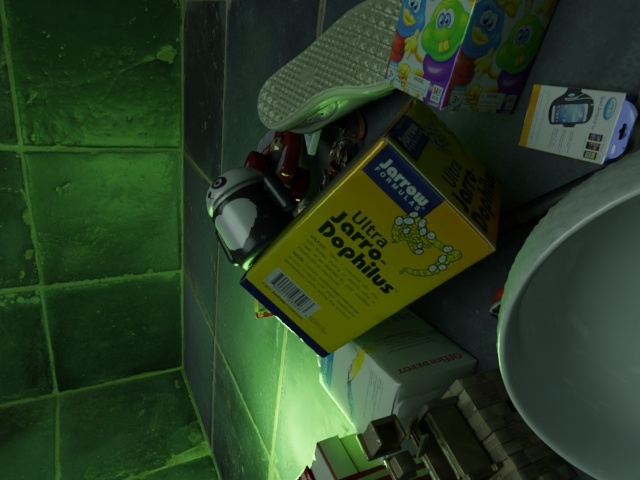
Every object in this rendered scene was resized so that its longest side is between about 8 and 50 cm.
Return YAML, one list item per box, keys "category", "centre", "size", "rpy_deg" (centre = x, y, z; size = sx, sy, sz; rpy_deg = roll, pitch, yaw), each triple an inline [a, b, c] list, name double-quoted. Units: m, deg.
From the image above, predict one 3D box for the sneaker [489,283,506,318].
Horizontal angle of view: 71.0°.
- category: "sneaker"
  centre: [0.306, 0.024, 0.547]
  size: [0.279, 0.107, 0.119]
  rpy_deg: [112, 175, -56]

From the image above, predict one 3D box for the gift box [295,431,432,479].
- category: "gift box"
  centre: [0.105, 0.527, 0.825]
  size: [0.255, 0.258, 0.277]
  rpy_deg: [43, 130, 52]

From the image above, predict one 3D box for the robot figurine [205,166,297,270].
- category: "robot figurine"
  centre: [-0.154, -0.041, 1.053]
  size: [0.278, 0.209, 0.173]
  rpy_deg: [57, 175, 13]

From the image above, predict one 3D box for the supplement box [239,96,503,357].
- category: "supplement box"
  centre: [0.071, -0.008, 0.696]
  size: [0.195, 0.194, 0.356]
  rpy_deg: [43, 129, -6]

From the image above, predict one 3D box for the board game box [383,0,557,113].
- category: "board game box"
  centre: [0.210, -0.326, 0.592]
  size: [0.142, 0.144, 0.276]
  rpy_deg: [50, 138, 46]

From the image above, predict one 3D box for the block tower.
- category: "block tower"
  centre: [0.296, 0.349, 0.610]
  size: [0.336, 0.097, 0.091]
  rpy_deg: [62, 145, 39]

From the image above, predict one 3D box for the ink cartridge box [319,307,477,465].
- category: "ink cartridge box"
  centre: [0.128, 0.243, 0.821]
  size: [0.232, 0.171, 0.168]
  rpy_deg: [37, 127, 55]

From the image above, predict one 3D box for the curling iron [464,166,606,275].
- category: "curling iron"
  centre: [0.278, -0.020, 0.628]
  size: [0.274, 0.035, 0.068]
  rpy_deg: [-43, 20, 52]

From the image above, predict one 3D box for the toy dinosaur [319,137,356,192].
- category: "toy dinosaur"
  centre: [0.065, -0.058, 0.957]
  size: [0.218, 0.164, 0.322]
  rpy_deg: [167, 84, -75]

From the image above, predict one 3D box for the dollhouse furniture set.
- category: "dollhouse furniture set"
  centre: [0.152, 0.334, 0.607]
  size: [0.182, 0.160, 0.101]
  rpy_deg: [61, 144, 41]

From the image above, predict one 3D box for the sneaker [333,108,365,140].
- category: "sneaker"
  centre: [0.046, -0.290, 0.995]
  size: [0.158, 0.064, 0.061]
  rpy_deg: [66, 147, 30]

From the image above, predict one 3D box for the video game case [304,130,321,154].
- category: "video game case"
  centre: [-0.010, -0.332, 1.087]
  size: [0.173, 0.022, 0.191]
  rpy_deg: [-101, 23, -50]

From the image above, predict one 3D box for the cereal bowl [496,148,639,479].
- category: "cereal bowl"
  centre: [0.320, 0.060, 0.351]
  size: [0.338, 0.141, 0.339]
  rpy_deg: [11, 124, 17]

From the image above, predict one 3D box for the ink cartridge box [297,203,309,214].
- category: "ink cartridge box"
  centre: [0.000, 0.000, 1.054]
  size: [0.145, 0.045, 0.180]
  rpy_deg: [-31, -64, -71]

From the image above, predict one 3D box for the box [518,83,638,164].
- category: "box"
  centre: [0.316, -0.144, 0.550]
  size: [0.136, 0.028, 0.081]
  rpy_deg: [37, 126, 52]

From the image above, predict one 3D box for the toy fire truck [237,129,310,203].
- category: "toy fire truck"
  centre: [-0.133, -0.229, 1.269]
  size: [0.302, 0.169, 0.254]
  rpy_deg: [-24, 54, 61]

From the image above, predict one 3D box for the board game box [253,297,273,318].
- category: "board game box"
  centre: [-0.147, 0.104, 1.369]
  size: [0.039, 0.124, 0.260]
  rpy_deg: [5, 99, 61]

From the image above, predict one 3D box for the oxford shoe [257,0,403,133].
- category: "oxford shoe"
  centre: [0.064, -0.322, 0.861]
  size: [0.449, 0.130, 0.169]
  rpy_deg: [-15, 77, 41]

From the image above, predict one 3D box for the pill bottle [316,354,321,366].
- category: "pill bottle"
  centre: [0.015, 0.204, 1.093]
  size: [0.112, 0.111, 0.187]
  rpy_deg: [-43, 57, 57]
